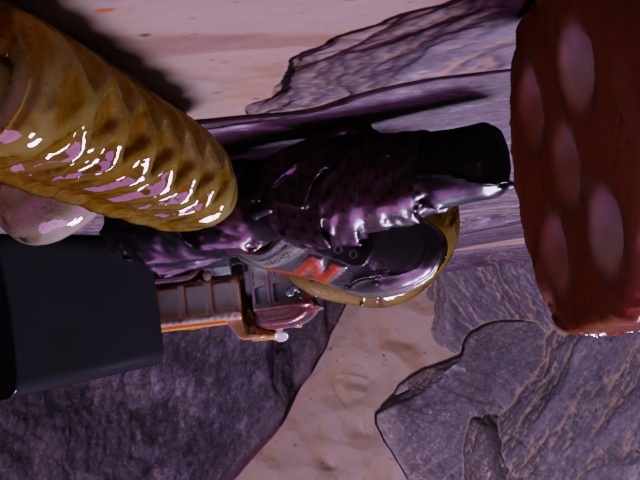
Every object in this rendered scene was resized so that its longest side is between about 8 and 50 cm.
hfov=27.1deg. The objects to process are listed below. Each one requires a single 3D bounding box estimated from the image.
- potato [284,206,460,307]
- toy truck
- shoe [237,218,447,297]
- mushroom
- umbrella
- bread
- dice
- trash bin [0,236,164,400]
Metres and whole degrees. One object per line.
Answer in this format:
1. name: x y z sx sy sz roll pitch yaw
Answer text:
1. potato: 0.042 -0.006 1.164 0.176 0.137 0.137 -9 175 41
2. toy truck: -0.136 0.065 1.611 0.270 0.135 0.114 -8 174 6
3. shoe: 0.001 0.000 1.055 0.194 0.074 0.077 9 174 24
4. mushroom: -0.173 -0.036 0.849 0.084 0.067 0.083 -18 -152 10
5. umbrella: -0.018 -0.033 0.974 0.326 0.090 0.094 -10 171 25
6. bread: -0.115 -0.052 0.691 0.077 0.084 0.367 -52 169 1
7. dice: 0.199 -0.048 0.652 0.174 0.179 0.175 -6 170 -7
8. trash bin: -0.289 0.079 1.437 0.115 0.165 0.225 -12 175 36
